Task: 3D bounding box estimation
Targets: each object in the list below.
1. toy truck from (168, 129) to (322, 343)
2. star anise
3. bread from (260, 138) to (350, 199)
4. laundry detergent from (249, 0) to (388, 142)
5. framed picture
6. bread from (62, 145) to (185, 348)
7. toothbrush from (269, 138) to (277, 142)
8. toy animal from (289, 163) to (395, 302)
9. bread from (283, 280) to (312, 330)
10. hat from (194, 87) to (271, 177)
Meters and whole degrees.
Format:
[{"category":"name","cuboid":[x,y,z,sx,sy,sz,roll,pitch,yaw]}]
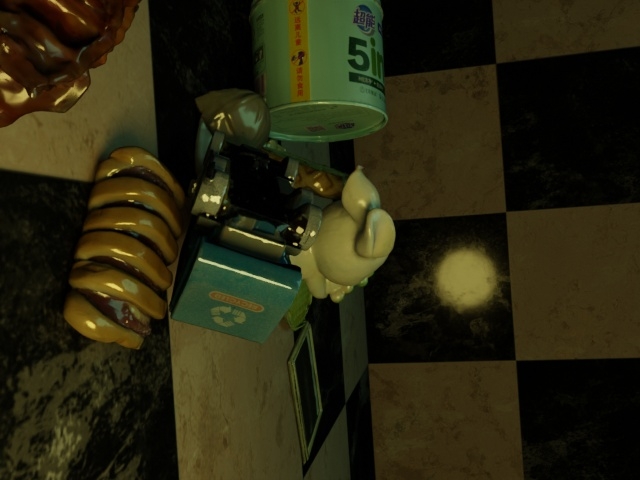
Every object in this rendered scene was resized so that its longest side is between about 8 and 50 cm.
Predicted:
[{"category":"toy truck","cuboid":[-0.105,-0.021,0.762,0.367,0.146,0.175,-107,-141,-66]},{"category":"star anise","cuboid":[-0.198,-0.213,0.436,0.148,0.237,0.346,23,83,-32]},{"category":"bread","cuboid":[-0.035,-0.136,1.201,0.128,0.232,0.088,-25,134,-64]},{"category":"laundry detergent","cuboid":[-0.007,-0.390,1.243,0.287,0.287,0.305,21,67,-77]},{"category":"framed picture","cuboid":[-0.034,0.386,1.522,0.231,0.018,0.293,-62,147,-69]},{"category":"bread","cuboid":[-0.206,0.012,0.650,0.134,0.081,0.225,68,21,-61]},{"category":"toothbrush","cuboid":[-0.110,-0.115,1.307,0.024,0.021,0.288,87,4,-66]},{"category":"toy animal","cuboid":[0.002,-0.001,1.105,0.247,0.310,0.183,51,39,-61]},{"category":"bread","cuboid":[-0.065,0.067,1.412,0.301,0.045,0.301,-2,90,-76]},{"category":"hat","cuboid":[-0.130,-0.150,0.990,0.173,0.144,0.166,66,8,18]}]
